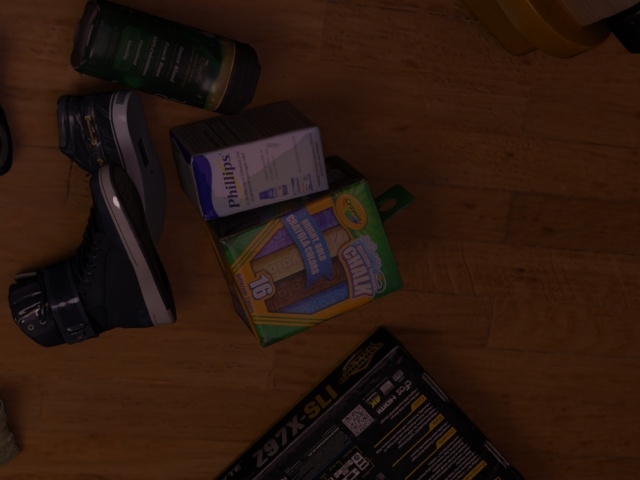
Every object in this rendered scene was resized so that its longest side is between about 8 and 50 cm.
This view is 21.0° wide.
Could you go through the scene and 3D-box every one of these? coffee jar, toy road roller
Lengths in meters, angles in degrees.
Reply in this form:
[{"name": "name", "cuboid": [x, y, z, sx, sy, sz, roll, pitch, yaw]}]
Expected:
[{"name": "coffee jar", "cuboid": [-0.156, -0.185, 1.760, 0.184, 0.096, 0.079, 15, 94, -18]}, {"name": "toy road roller", "cuboid": [0.274, -0.333, 1.815, 0.202, 0.240, 0.329, 45, 52, -21]}]

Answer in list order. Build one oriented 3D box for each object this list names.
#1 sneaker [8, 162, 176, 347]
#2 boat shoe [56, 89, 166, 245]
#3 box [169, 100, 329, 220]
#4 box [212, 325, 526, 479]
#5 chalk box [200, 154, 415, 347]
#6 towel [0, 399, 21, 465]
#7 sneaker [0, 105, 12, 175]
[{"name": "sneaker", "cuboid": [-0.248, 0.023, 1.757, 0.163, 0.086, 0.226, -11, 136, 1]}, {"name": "boat shoe", "cuboid": [-0.216, -0.076, 1.797, 0.083, 0.065, 0.183, 2, 125, 17]}, {"name": "box", "cuboid": [-0.075, -0.085, 1.794, 0.137, 0.126, 0.072, -14, 109, -11]}, {"name": "box", "cuboid": [0.040, 0.296, 1.956, 0.322, 0.079, 0.257, -43, 113, -1]}, {"name": "chalk box", "cuboid": [0.000, 0.000, 1.835, 0.213, 0.132, 0.132, -22, 109, -8]}, {"name": "towel", "cuboid": [-0.392, 0.223, 1.815, 0.148, 0.027, 0.110, -22, 143, -12]}, {"name": "sneaker", "cuboid": [-0.353, -0.149, 1.724, 0.067, 0.078, 0.188, -15, 109, -11]}]
